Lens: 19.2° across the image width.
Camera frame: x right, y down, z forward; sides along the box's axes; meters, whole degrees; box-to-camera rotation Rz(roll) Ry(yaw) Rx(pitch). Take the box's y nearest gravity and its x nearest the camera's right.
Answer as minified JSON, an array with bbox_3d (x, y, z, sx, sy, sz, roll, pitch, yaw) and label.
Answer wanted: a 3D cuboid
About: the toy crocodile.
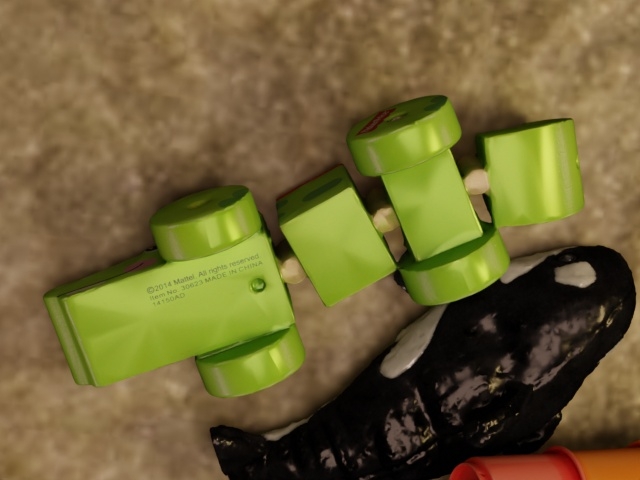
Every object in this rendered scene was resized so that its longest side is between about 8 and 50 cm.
[{"bbox_3d":[0.000,0.000,1.139,0.340,0.105,0.115,-23,105,1],"label":"toy crocodile"}]

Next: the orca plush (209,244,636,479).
[{"bbox_3d":[0.073,0.091,1.164,0.287,0.102,0.151,-14,105,-6],"label":"orca plush"}]

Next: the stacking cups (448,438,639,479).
[{"bbox_3d":[0.234,0.158,1.177,0.316,0.096,0.096,3,103,-24],"label":"stacking cups"}]
